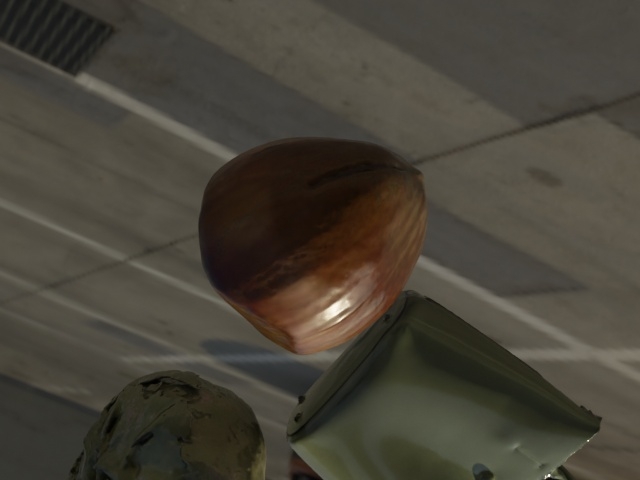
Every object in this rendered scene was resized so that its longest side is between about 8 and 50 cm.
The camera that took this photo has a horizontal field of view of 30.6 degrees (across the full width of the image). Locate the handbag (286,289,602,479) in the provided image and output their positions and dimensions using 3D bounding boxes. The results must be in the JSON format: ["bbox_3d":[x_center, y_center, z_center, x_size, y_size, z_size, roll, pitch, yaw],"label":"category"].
[{"bbox_3d":[0.138,0.215,1.151,0.315,0.241,0.109,41,-166,-3],"label":"handbag"}]

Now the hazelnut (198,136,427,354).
[{"bbox_3d":[0.000,0.000,0.758,0.150,0.150,0.150,19,166,5],"label":"hazelnut"}]

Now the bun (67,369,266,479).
[{"bbox_3d":[-0.156,0.238,1.135,0.141,0.239,0.239,7,179,-43],"label":"bun"}]
